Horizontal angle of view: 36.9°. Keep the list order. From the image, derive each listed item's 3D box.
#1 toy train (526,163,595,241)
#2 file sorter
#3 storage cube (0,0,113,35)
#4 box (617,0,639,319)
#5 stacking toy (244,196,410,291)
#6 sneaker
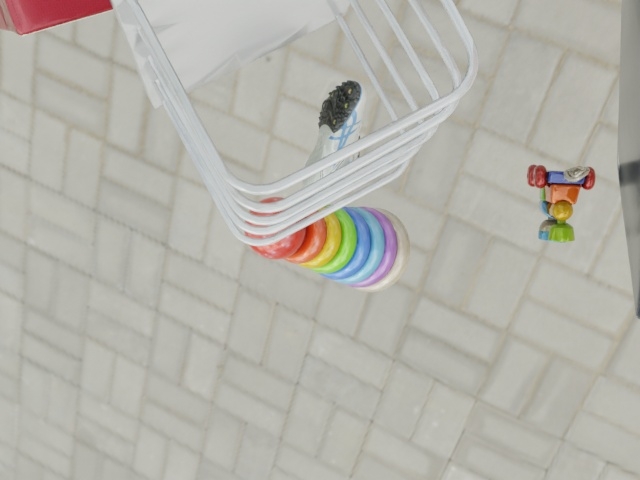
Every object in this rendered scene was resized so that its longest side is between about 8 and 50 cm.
[{"bbox_3d":[0.429,-0.061,1.694,0.105,0.248,0.143,2,96,4],"label":"toy train"},{"bbox_3d":[-0.018,-0.116,0.707,0.193,0.277,0.173,-28,86,-7],"label":"file sorter"},{"bbox_3d":[-0.231,-0.309,0.882,0.184,0.215,0.193,26,133,61],"label":"storage cube"},{"bbox_3d":[0.603,-0.152,1.114,0.472,0.297,0.480,-3,146,14],"label":"box"},{"bbox_3d":[0.000,0.000,1.455,0.141,0.330,0.141,-5,81,34],"label":"stacking toy"},{"bbox_3d":[0.037,-0.170,1.595,0.086,0.085,0.237,1,138,-22],"label":"sneaker"}]
